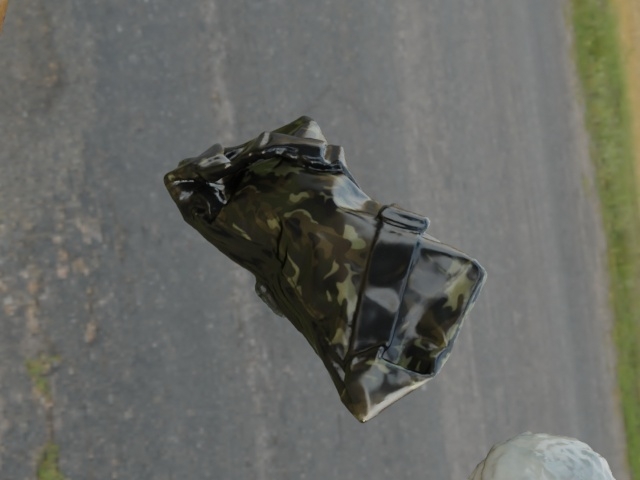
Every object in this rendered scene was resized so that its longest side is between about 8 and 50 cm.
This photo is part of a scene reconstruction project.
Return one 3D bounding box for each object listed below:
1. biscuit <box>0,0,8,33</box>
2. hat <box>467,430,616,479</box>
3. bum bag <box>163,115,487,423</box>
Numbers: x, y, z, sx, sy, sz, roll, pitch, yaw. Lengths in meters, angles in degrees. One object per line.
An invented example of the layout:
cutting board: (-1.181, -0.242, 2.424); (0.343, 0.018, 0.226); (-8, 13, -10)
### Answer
biscuit: (-0.167, 0.006, 0.343); (0.202, 0.047, 0.334); (105, 4, -78)
hat: (0.075, 0.128, 0.400); (0.112, 0.093, 0.162); (-49, 157, -34)
bum bag: (0.001, 0.000, 0.677); (0.248, 0.102, 0.069); (47, -29, 39)
